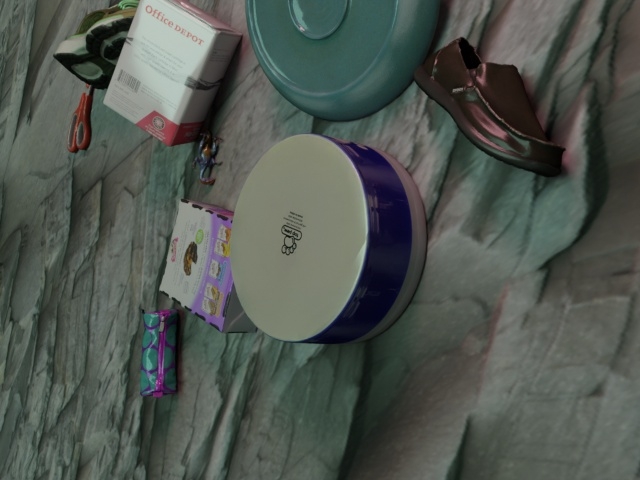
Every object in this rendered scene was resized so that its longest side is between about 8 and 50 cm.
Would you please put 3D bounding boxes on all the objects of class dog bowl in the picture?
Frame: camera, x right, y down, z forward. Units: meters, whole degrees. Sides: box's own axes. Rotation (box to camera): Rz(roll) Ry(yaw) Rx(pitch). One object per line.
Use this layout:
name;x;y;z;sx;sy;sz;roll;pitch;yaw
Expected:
dog bowl;0.000;0.000;0.828;0.265;0.104;0.264;-9;78;46

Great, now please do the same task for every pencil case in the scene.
pencil case;-0.283;0.195;1.131;0.070;0.065;0.151;154;116;-69

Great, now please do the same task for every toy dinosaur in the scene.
toy dinosaur;-0.193;-0.141;1.119;0.090;0.047;0.082;-99;23;-67

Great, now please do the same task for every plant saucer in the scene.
plant saucer;0.006;-0.313;0.838;0.318;0.044;0.317;13;110;38

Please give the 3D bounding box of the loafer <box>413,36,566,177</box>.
loafer;0.178;-0.148;0.675;0.078;0.080;0.220;-57;48;26

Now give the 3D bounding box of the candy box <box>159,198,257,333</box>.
candy box;-0.165;0.035;1.024;0.196;0.070;0.164;22;101;46

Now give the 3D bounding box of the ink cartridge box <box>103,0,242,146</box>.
ink cartridge box;-0.256;-0.297;1.110;0.159;0.092;0.217;34;114;11

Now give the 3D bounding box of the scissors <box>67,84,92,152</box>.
scissors;-0.560;-0.353;1.537;0.109;0.021;0.297;17;98;49

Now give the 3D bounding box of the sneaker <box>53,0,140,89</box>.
sneaker;-0.393;-0.435;1.299;0.410;0.158;0.182;4;70;42
